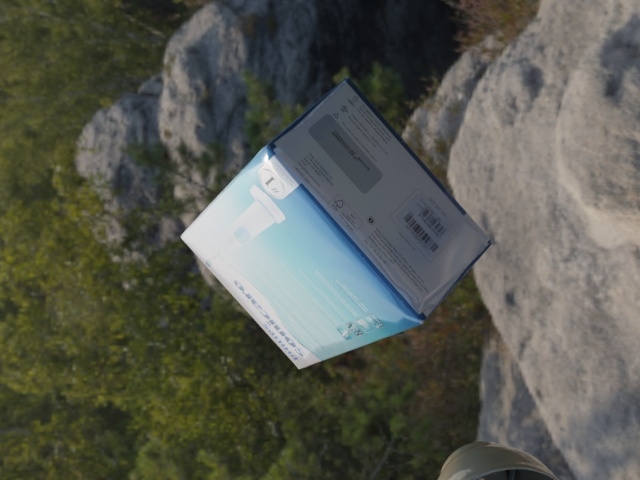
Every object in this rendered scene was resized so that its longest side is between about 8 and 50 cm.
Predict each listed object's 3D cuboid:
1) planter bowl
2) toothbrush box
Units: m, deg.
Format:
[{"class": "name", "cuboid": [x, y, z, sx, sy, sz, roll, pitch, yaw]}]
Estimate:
[{"class": "planter bowl", "cuboid": [0.198, 0.301, 0.985, 0.109, 0.162, 0.162, -109, 32, -69]}, {"class": "toothbrush box", "cuboid": [0.000, 0.000, 0.901, 0.216, 0.126, 0.295, 48, 150, -3]}]
